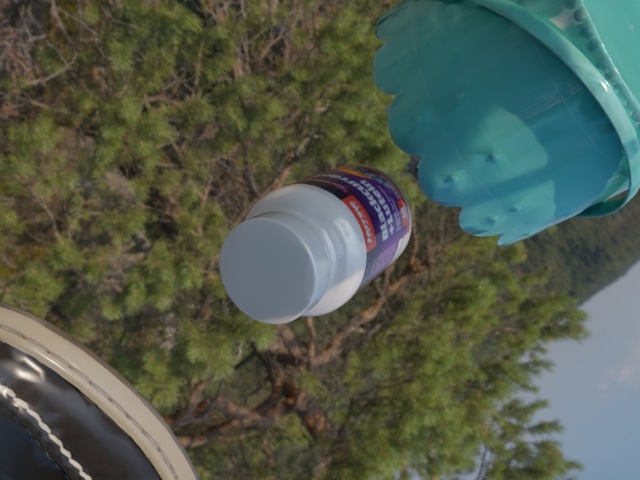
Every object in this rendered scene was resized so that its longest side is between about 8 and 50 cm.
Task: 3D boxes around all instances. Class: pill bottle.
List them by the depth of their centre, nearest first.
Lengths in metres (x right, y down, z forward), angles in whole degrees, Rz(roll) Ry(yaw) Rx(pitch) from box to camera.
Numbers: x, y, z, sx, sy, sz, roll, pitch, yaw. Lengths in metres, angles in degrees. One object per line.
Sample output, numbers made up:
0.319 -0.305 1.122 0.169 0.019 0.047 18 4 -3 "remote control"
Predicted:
0.000 0.000 0.548 0.108 0.108 0.193 -43 174 28 "pill bottle"

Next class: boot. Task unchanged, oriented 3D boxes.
-0.179 0.250 0.341 0.138 0.377 0.284 2 -148 26 "boot"

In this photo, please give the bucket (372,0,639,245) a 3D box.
0.203 -0.146 0.603 0.183 0.281 0.281 -28 175 42 "bucket"
